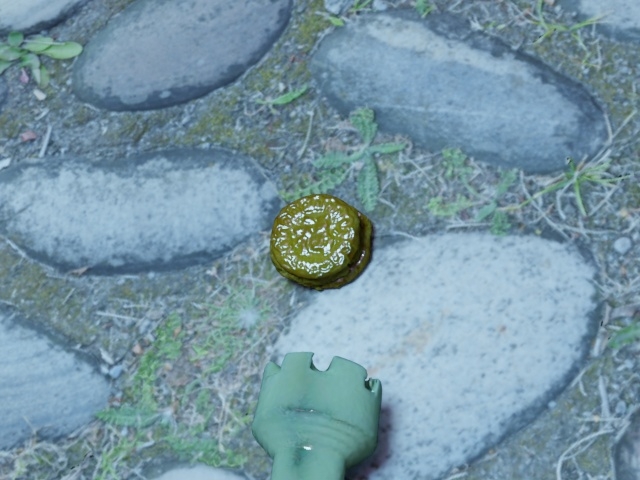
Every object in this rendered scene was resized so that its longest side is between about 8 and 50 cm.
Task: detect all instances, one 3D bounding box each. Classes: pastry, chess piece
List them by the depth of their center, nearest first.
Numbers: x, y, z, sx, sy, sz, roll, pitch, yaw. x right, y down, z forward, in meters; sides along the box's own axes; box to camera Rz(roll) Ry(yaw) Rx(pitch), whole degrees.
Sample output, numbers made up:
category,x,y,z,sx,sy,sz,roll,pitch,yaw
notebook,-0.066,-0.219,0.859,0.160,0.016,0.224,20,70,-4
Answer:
category,x,y,z,sx,sy,sz,roll,pitch,yaw
chess piece,-0.018,0.260,1.590,0.195,0.194,0.299,0,57,16
pastry,0.000,0.000,1.769,0.109,0.057,0.097,-28,63,3

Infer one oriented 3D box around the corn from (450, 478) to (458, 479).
category,x,y,z,sx,sy,sz,roll,pitch,yaw
corn,0.112,0.369,1.538,0.101,0.101,0.310,4,67,18
